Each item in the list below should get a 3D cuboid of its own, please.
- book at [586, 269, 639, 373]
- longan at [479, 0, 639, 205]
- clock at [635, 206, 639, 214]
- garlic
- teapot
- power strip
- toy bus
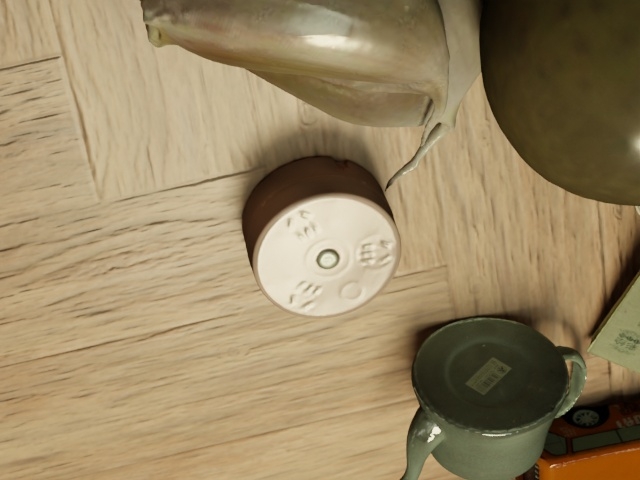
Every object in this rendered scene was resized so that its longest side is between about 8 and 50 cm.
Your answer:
[{"bbox_3d":[0.422,0.070,1.933,0.215,0.025,0.282,22,140,0],"label":"book"},{"bbox_3d":[0.314,-0.181,1.656,0.361,0.361,0.361,-6,124,-9],"label":"longan"},{"bbox_3d":[0.382,-0.064,1.878,0.191,0.062,0.151,12,156,-18],"label":"clock"},{"bbox_3d":[0.027,-0.178,1.656,0.340,0.231,0.246,35,107,-24],"label":"garlic"},{"bbox_3d":[0.184,0.185,1.993,0.239,0.162,0.149,-25,138,-24],"label":"teapot"},{"bbox_3d":[0.000,0.000,1.860,0.154,0.078,0.154,-7,124,-10],"label":"power strip"},{"bbox_3d":[0.418,0.215,2.092,0.409,0.092,0.093,-11,123,-7],"label":"toy bus"}]
